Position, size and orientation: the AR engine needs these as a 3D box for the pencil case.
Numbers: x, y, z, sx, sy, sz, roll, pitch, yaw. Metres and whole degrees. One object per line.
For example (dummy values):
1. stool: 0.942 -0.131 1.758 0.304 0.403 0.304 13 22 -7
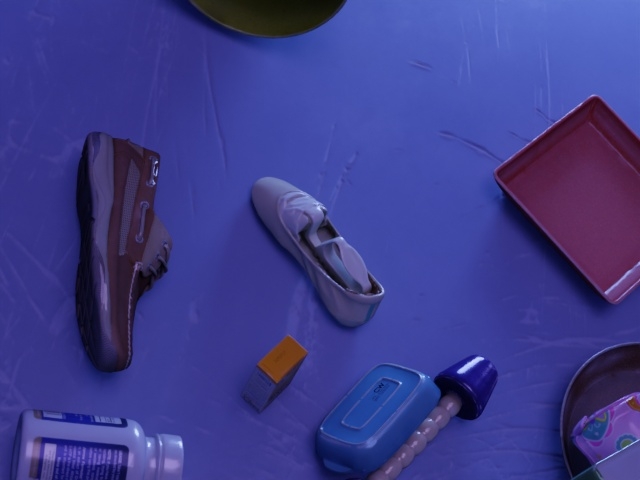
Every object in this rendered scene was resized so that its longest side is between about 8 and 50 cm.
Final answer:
1. pencil case: 0.429 0.334 1.735 0.124 0.124 0.284 -19 71 -27

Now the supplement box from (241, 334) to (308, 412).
1. supplement box: -0.058 0.167 1.719 0.036 0.098 0.062 42 59 9

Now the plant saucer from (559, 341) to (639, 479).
1. plant saucer: 0.456 0.289 1.871 0.311 0.050 0.310 8 62 -15

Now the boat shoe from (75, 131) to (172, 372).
1. boat shoe: -0.240 0.009 1.727 0.116 0.123 0.324 6 64 -20

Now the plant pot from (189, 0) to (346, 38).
1. plant pot: -0.056 -0.487 1.990 0.275 0.275 0.293 23 43 -7

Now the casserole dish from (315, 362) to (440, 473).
1. casserole dish: 0.069 0.216 1.736 0.114 0.037 0.188 13 45 42

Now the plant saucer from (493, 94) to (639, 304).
1. plant saucer: 0.410 -0.057 2.037 0.258 0.047 0.259 -36 79 -31

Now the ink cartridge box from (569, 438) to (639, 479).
1. ink cartridge box: 0.346 0.379 1.649 0.117 0.278 0.201 -22 73 -31

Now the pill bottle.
1. pill bottle: -0.258 0.258 1.591 0.187 0.112 0.112 8 61 -15

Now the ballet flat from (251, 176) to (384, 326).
1. ballet flat: 0.000 0.000 1.838 0.086 0.086 0.248 -30 76 -30

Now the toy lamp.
1. toy lamp: 0.131 0.246 1.758 0.080 0.080 0.275 43 57 6
